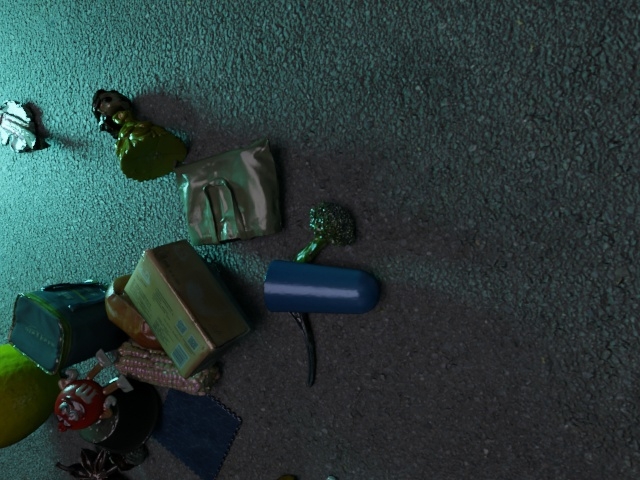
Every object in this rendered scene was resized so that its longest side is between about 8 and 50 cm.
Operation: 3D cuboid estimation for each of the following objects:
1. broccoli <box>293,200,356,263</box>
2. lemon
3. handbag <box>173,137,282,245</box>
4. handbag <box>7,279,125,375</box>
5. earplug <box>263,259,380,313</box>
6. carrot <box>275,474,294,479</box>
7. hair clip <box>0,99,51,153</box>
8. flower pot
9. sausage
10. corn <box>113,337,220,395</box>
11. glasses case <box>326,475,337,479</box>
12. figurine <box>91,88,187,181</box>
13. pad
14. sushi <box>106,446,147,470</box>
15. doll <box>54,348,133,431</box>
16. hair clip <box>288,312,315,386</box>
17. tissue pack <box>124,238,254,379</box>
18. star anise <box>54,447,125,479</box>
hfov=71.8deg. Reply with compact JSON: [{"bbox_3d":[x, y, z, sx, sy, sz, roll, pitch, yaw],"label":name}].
[{"bbox_3d":[-0.002,-0.002,1.107,0.204,0.122,0.118,-52,60,32],"label":"broccoli"},{"bbox_3d":[-1.043,0.506,1.452,0.347,0.348,0.349,2,95,22],"label":"lemon"},{"bbox_3d":[-0.245,-0.119,1.183,0.315,0.109,0.254,-8,96,22],"label":"handbag"},{"bbox_3d":[-0.760,0.249,1.355,0.262,0.241,0.223,24,104,20],"label":"handbag"},{"bbox_3d":[0.011,0.121,1.086,0.272,0.132,0.133,3,96,15],"label":"earplug"},{"bbox_3d":[-0.076,0.760,1.219,0.061,0.061,0.210,-12,94,23],"label":"carrot"},{"bbox_3d":[-1.004,-0.365,1.495,0.300,0.069,0.173,30,104,28],"label":"hair clip"},{"bbox_3d":[-0.629,0.527,1.332,0.235,0.148,0.236,-3,73,10],"label":"flower pot"},{"bbox_3d":[-0.514,0.211,1.296,0.268,0.153,0.141,35,133,16],"label":"sausage"},{"bbox_3d":[-0.456,0.377,1.313,0.334,0.126,0.127,10,98,17],"label":"corn"},{"bbox_3d":[0.027,0.673,1.184,0.032,0.021,0.084,8,98,19],"label":"glasses case"},{"bbox_3d":[-0.554,-0.330,1.270,0.187,0.168,0.315,-35,67,-21],"label":"figurine"},{"bbox_3d":[-0.386,0.575,1.353,0.269,0.012,0.269,28,105,18],"label":"pad"},{"bbox_3d":[-0.631,0.661,1.422,0.078,0.090,0.151,-32,84,26],"label":"sushi"},{"bbox_3d":[-0.662,0.437,1.244,0.183,0.085,0.217,44,75,9],"label":"doll"},{"bbox_3d":[-0.038,0.276,1.168,0.070,0.039,0.230,-11,91,20],"label":"hair clip"},{"bbox_3d":[-0.329,0.166,1.181,0.238,0.238,0.306,-42,79,20],"label":"tissue pack"},{"bbox_3d":[-0.763,0.792,1.490,0.262,0.081,0.230,15,101,10],"label":"star anise"}]
